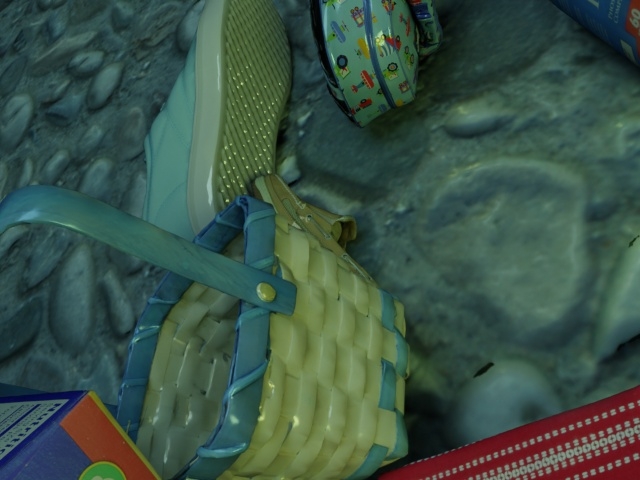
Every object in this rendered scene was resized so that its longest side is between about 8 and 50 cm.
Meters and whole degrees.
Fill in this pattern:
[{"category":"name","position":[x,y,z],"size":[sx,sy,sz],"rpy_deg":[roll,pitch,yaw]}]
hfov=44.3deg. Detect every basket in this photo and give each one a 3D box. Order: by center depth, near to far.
[{"category":"basket","position":[-0.105,0.085,0.538],"size":[0.255,0.289,0.201],"rpy_deg":[-39,42,43]}]

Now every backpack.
[{"category":"backpack","position":[0.051,-0.201,0.732],"size":[0.117,0.158,0.173],"rpy_deg":[-10,68,13]}]

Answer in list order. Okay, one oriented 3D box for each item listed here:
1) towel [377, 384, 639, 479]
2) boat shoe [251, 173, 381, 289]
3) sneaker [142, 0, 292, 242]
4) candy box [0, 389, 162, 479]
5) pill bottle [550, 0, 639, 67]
[{"category":"towel","position":[0.099,0.215,0.381],"size":[0.199,0.031,0.274],"rpy_deg":[-30,36,34]},{"category":"boat shoe","position":[0.000,0.000,0.704],"size":[0.072,0.068,0.190],"rpy_deg":[-32,55,1]},{"category":"sneaker","position":[-0.129,-0.136,0.843],"size":[0.150,0.135,0.365],"rpy_deg":[-14,53,28]},{"category":"candy box","position":[-0.192,0.234,0.504],"size":[0.317,0.268,0.122],"rpy_deg":[-12,26,42]},{"category":"pill bottle","position":[0.242,-0.217,0.605],"size":[0.124,0.124,0.221],"rpy_deg":[-40,43,10]}]
